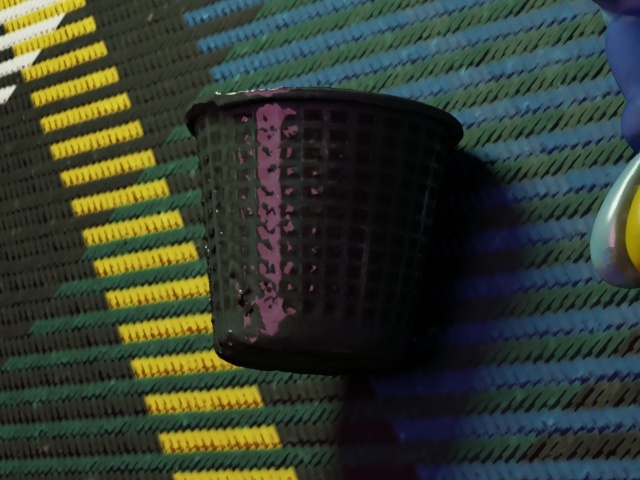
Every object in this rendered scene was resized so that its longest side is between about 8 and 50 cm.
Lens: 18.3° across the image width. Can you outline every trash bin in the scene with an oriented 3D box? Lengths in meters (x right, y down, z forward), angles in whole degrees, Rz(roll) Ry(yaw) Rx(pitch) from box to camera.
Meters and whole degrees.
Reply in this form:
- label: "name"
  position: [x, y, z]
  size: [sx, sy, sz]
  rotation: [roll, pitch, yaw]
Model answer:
- label: "trash bin"
  position: [0.000, 0.000, 1.232]
  size: [0.175, 0.175, 0.161]
  rotation: [-11, 74, 50]

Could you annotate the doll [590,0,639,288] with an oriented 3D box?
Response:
- label: "doll"
  position: [0.249, -0.157, 0.950]
  size: [0.366, 0.187, 0.376]
  rotation: [-34, 28, 28]
